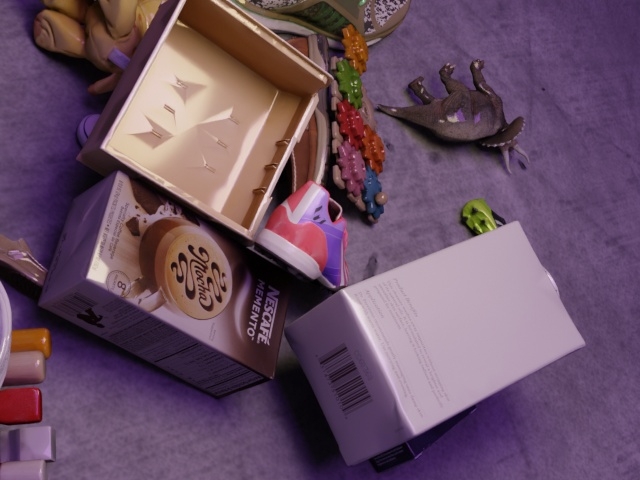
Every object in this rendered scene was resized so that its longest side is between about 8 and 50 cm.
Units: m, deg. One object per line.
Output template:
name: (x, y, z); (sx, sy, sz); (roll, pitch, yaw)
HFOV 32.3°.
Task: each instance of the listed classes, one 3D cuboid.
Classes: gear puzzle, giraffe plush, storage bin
gear puzzle: (0.071, -0.204, 1.789); (0.175, 0.044, 0.338); (44, 39, -53)
giraffe plush: (-0.281, -0.317, 1.591); (0.210, 0.181, 0.170); (50, 31, 5)
storage bin: (-0.146, -0.160, 1.477); (0.260, 0.123, 0.262); (32, 72, -25)

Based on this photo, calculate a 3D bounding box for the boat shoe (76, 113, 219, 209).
boat shoe: (-0.235, -0.111, 1.556); (0.226, 0.076, 0.083); (37, 50, -14)

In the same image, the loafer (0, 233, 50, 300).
loafer: (-0.381, 0.026, 1.392); (0.148, 0.056, 0.050); (35, 57, -15)

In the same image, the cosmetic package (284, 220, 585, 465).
cosmetic package: (0.167, 0.133, 1.537); (0.385, 0.156, 0.217); (-16, 76, -42)

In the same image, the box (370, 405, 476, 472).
box: (0.117, 0.227, 1.613); (0.156, 0.093, 0.158); (-28, 85, -42)

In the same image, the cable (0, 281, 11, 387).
cable: (-0.468, 0.111, 1.206); (0.257, 0.089, 0.257); (-11, 57, -19)

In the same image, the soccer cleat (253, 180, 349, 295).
soccer cleat: (0.000, 0.000, 1.536); (0.109, 0.318, 0.116); (33, 90, 15)

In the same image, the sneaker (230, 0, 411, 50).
sneaker: (0.014, -0.427, 1.832); (0.410, 0.182, 0.158); (-6, 70, -38)

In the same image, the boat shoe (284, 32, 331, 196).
boat shoe: (-0.045, -0.179, 1.716); (0.120, 0.122, 0.323); (0, 59, -1)

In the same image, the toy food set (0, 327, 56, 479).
toy food set: (-0.368, 0.213, 1.276); (0.105, 0.111, 0.232); (-4, 76, -5)

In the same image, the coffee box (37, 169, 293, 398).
coffee box: (-0.191, 0.064, 1.432); (0.297, 0.119, 0.168); (32, 50, -31)

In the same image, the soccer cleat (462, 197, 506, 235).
soccer cleat: (0.312, 0.002, 1.899); (0.179, 0.060, 0.072); (56, 36, 3)

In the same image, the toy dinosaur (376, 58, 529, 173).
toy dinosaur: (0.249, -0.227, 1.936); (0.314, 0.121, 0.160); (4, 51, -38)
